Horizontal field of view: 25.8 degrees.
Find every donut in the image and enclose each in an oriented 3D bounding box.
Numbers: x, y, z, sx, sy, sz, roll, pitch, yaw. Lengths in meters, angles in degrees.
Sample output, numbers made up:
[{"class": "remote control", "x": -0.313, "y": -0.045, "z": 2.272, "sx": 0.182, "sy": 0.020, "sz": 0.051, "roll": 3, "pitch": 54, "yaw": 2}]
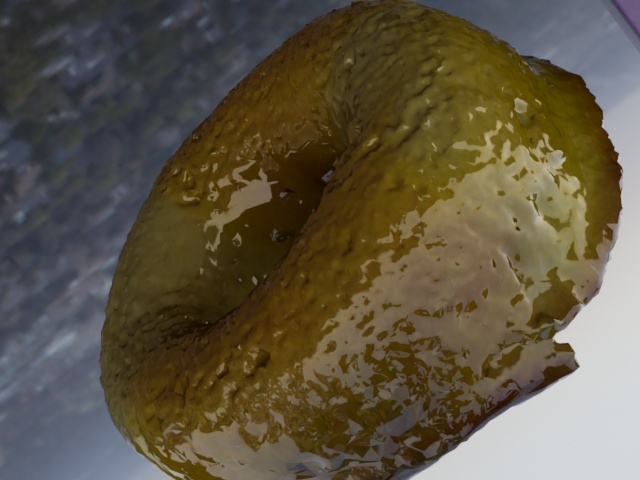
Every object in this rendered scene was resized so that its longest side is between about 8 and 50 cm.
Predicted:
[{"class": "donut", "x": -0.001, "y": 0.001, "z": 0.453, "sx": 0.190, "sy": 0.074, "sz": 0.174, "roll": -33, "pitch": -141, "yaw": 30}]

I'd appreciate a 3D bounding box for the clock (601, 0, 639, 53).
[{"class": "clock", "x": 0.138, "y": -0.161, "z": 0.493, "sx": 0.150, "sy": 0.197, "sz": 0.063, "roll": -37, "pitch": 178, "yaw": 11}]
